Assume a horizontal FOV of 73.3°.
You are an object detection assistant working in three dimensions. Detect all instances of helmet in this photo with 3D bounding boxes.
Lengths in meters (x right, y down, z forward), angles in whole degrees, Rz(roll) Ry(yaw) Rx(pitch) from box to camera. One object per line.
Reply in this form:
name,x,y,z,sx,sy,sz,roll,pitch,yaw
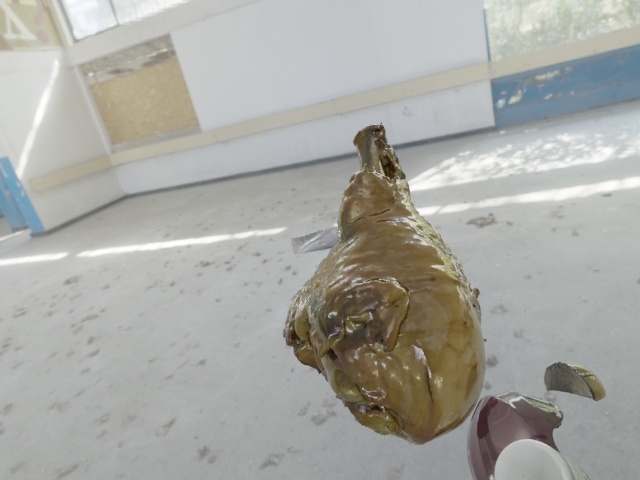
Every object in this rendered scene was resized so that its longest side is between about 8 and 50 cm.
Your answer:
helmet,0.480,0.545,1.101,0.197,0.271,0.338,18,57,11

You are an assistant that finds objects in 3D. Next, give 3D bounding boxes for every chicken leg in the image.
chicken leg,0.044,0.038,0.534,0.295,0.181,0.410,-43,39,46

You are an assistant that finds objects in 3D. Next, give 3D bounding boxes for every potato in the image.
potato,0.895,0.475,1.498,0.100,0.121,0.261,-8,-10,-7

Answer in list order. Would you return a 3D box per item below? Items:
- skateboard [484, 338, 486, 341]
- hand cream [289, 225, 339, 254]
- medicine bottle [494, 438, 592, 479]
skateboard,0.573,0.390,1.594,0.083,0.064,0.032,7,-1,-21
hand cream,0.000,0.000,1.039,0.142,0.053,0.084,-15,29,-6
medicine bottle,0.449,0.481,0.818,0.139,0.236,0.139,-35,34,28
